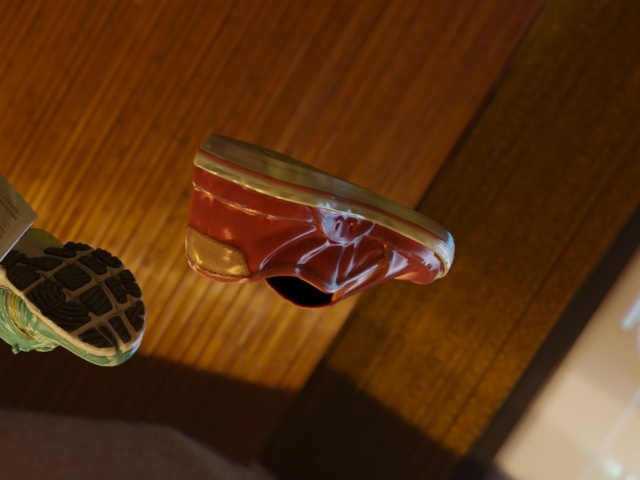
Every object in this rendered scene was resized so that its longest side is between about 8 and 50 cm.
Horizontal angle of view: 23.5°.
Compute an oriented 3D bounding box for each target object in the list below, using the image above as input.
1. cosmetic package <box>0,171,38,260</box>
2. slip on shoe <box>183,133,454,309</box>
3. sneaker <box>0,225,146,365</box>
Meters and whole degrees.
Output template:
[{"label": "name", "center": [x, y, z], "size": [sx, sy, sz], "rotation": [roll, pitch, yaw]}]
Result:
[{"label": "cosmetic package", "center": [-0.373, 0.072, 0.906], "size": [0.377, 0.284, 0.097], "rotation": [-9, 126, 47]}, {"label": "slip on shoe", "center": [0.000, 0.000, 1.150], "size": [0.123, 0.101, 0.331], "rotation": [23, -176, 27]}, {"label": "sneaker", "center": [-0.260, 0.058, 1.468], "size": [0.107, 0.110, 0.275], "rotation": [-25, -145, -36]}]
